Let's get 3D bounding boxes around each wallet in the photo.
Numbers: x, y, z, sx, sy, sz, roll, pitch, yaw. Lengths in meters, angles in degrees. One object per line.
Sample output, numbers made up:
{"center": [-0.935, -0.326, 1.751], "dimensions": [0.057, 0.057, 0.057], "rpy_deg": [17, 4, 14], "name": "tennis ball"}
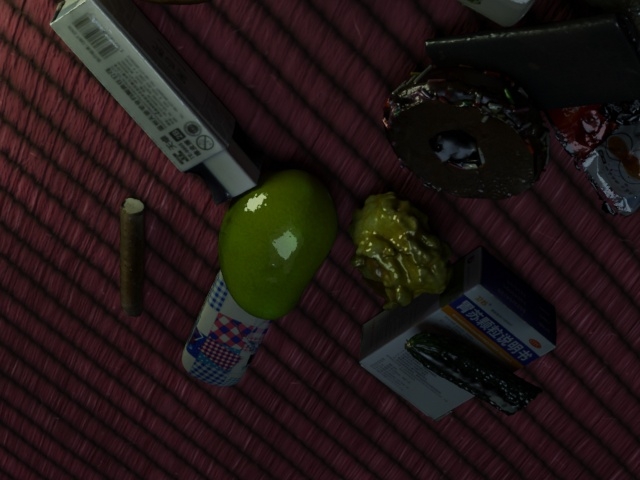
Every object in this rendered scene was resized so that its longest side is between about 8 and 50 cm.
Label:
{"center": [0.320, -0.256, 1.817], "dimensions": [0.321, 0.044, 0.170], "rpy_deg": [-1, 144, 37], "name": "wallet"}

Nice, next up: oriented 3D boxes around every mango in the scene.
{"center": [-0.083, 0.002, 2.075], "dimensions": [0.185, 0.149, 0.273], "rpy_deg": [33, 115, 2], "name": "mango"}

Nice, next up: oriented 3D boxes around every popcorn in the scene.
{"center": [0.124, 0.015, 2.048], "dimensions": [0.155, 0.197, 0.197], "rpy_deg": [-28, 125, -5], "name": "popcorn"}

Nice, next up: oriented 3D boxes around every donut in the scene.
{"center": [0.223, -0.165, 1.891], "dimensions": [0.270, 0.103, 0.269], "rpy_deg": [17, 149, 11], "name": "donut"}

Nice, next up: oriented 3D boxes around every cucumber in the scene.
{"center": [0.259, 0.223, 2.134], "dimensions": [0.265, 0.077, 0.077], "rpy_deg": [32, 128, -16], "name": "cucumber"}

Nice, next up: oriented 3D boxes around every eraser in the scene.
{"center": [-0.248, -0.233, 1.958], "dimensions": [0.098, 0.096, 0.404], "rpy_deg": [-26, 122, 26], "name": "eraser"}

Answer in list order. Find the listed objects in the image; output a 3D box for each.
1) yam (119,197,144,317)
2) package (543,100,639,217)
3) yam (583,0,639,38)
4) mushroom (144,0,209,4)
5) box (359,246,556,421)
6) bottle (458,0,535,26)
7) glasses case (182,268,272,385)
{"center": [-0.339, 0.038, 2.234], "dimensions": [0.046, 0.046, 0.264], "rpy_deg": [9, 129, 2], "name": "yam"}
{"center": [0.474, -0.158, 1.926], "dimensions": [0.194, 0.071, 0.269], "rpy_deg": [-25, 109, 24], "name": "package"}
{"center": [0.403, -0.367, 1.730], "dimensions": [0.106, 0.106, 0.259], "rpy_deg": [-28, 120, 29], "name": "yam"}
{"center": [-0.206, -0.457, 1.731], "dimensions": [0.278, 0.146, 0.278], "rpy_deg": [3, 120, 5], "name": "mushroom"}
{"center": [0.241, 0.170, 2.210], "dimensions": [0.200, 0.106, 0.299], "rpy_deg": [38, 124, -22], "name": "box"}
{"center": [0.185, -0.405, 1.725], "dimensions": [0.253, 0.120, 0.120], "rpy_deg": [28, 129, -13], "name": "bottle"}
{"center": [-0.161, 0.150, 2.278], "dimensions": [0.125, 0.076, 0.327], "rpy_deg": [22, 129, -7], "name": "glasses case"}
